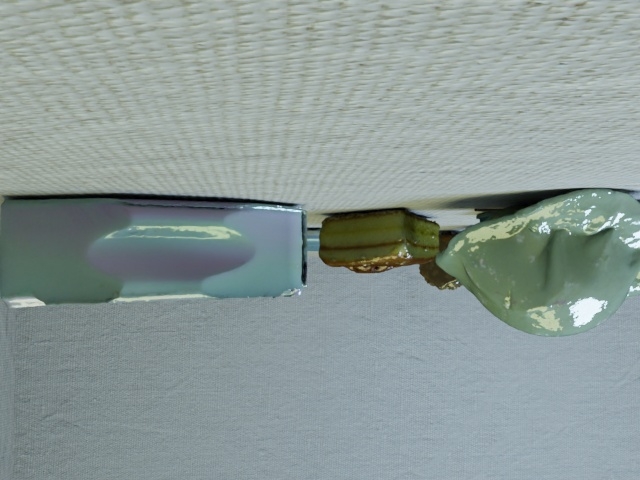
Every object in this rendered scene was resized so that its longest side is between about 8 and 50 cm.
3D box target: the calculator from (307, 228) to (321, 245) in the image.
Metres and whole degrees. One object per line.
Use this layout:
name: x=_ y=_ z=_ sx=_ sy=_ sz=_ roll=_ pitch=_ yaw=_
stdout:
calculator: x=0.000 y=0.000 z=1.467 sx=0.188 sy=0.042 sz=0.302 roll=-4 pitch=172 yaw=23

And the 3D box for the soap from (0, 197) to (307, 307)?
soap: x=-0.253 y=0.022 z=0.899 sx=0.445 sy=0.156 sz=0.261 roll=1 pitch=175 yaw=-23

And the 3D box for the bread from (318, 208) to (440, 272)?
bread: x=0.120 y=0.007 z=1.114 sx=0.184 sy=0.111 sz=0.234 roll=-4 pitch=174 yaw=28

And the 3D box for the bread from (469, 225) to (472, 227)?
bread: x=0.391 y=0.030 z=1.397 sx=0.074 sy=0.084 sz=0.139 roll=-1 pitch=155 yaw=-1

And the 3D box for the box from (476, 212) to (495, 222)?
box: x=0.348 y=-0.028 z=1.082 sx=0.074 sy=0.054 sz=0.099 roll=1 pitch=176 yaw=-7

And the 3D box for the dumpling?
dumpling: x=0.374 y=0.022 z=0.942 sx=0.320 sy=0.270 sz=0.212 roll=-24 pitch=-158 yaw=-7

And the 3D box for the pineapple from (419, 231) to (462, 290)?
pineapple: x=0.402 y=0.057 z=1.613 sx=0.169 sy=0.169 sz=0.340 roll=-3 pitch=177 yaw=30

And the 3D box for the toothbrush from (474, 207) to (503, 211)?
toothbrush: x=0.324 y=-0.055 z=1.020 sx=0.096 sy=0.006 sz=0.008 roll=0 pitch=164 yaw=-11
